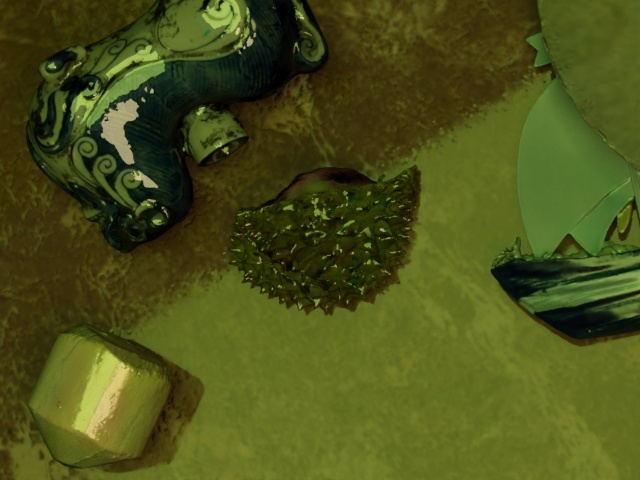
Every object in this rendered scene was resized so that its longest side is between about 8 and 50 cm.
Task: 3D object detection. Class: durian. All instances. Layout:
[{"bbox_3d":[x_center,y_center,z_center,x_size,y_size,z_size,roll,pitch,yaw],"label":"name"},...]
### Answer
[{"bbox_3d":[-0.001,-0.002,1.553,0.187,0.108,0.119,-12,78,8],"label":"durian"}]

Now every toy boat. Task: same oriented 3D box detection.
[{"bbox_3d":[0.340,-0.148,1.512,0.293,0.111,0.276,-8,66,13],"label":"toy boat"},{"bbox_3d":[0.243,-0.065,1.544,0.220,0.067,0.291,-13,76,8],"label":"toy boat"}]

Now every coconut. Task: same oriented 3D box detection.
[{"bbox_3d":[-0.199,0.146,1.568,0.116,0.116,0.122,28,89,14],"label":"coconut"}]

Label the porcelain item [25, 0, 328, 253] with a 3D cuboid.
[{"bbox_3d":[-0.127,-0.130,1.589,0.288,0.138,0.186,-34,87,5],"label":"porcelain item"}]
